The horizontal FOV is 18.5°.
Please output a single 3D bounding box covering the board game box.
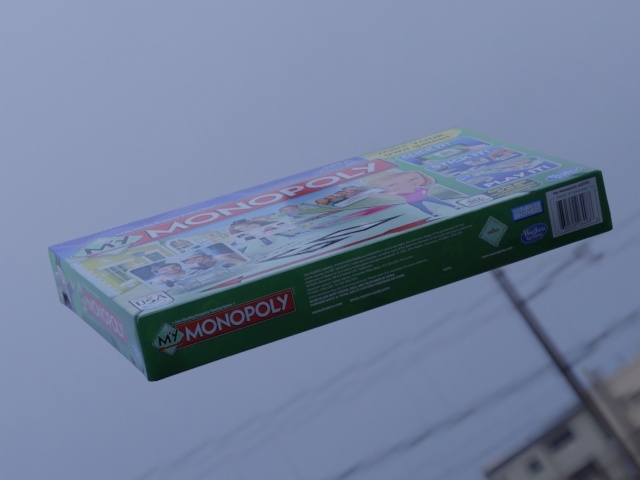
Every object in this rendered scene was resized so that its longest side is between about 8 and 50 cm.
[{"bbox_3d":[0.000,0.000,1.289,0.317,0.046,0.213,-18,18,-18],"label":"board game box"}]
